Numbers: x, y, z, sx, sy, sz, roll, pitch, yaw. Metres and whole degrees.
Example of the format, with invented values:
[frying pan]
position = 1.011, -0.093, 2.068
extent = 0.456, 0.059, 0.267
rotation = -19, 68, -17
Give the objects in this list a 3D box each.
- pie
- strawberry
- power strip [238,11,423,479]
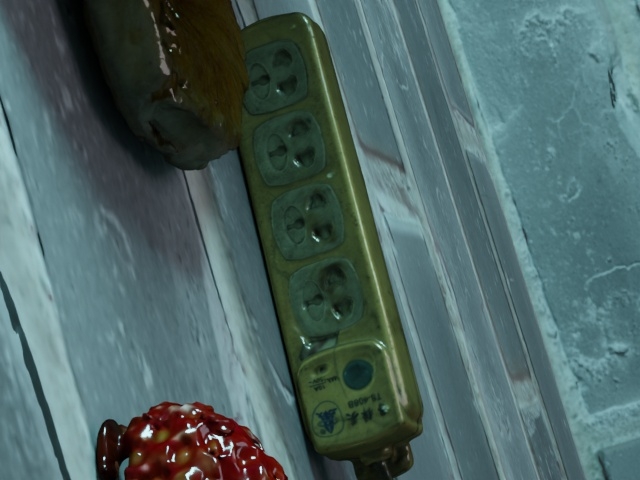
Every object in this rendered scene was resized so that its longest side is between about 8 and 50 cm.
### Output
[pie]
position = -0.083, -0.129, 0.819
extent = 0.195, 0.046, 0.195
rotation = -18, 90, -80
[strawberry]
position = -0.025, 0.142, 0.606
extent = 0.121, 0.082, 0.188
rotation = 38, 39, -65
[power strip]
position = 0.000, 0.000, 0.959
extent = 0.044, 0.064, 0.305
rotation = 35, 38, -67
